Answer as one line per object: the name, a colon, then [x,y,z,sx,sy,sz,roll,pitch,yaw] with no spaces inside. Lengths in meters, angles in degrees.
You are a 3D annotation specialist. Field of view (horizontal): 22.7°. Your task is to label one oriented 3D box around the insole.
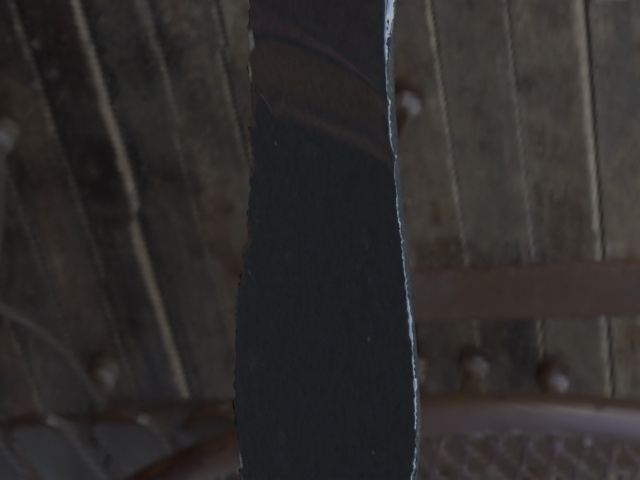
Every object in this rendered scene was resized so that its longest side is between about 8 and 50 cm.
insole: [0.000,0.000,0.551,0.110,0.012,0.309,17,114,53]
